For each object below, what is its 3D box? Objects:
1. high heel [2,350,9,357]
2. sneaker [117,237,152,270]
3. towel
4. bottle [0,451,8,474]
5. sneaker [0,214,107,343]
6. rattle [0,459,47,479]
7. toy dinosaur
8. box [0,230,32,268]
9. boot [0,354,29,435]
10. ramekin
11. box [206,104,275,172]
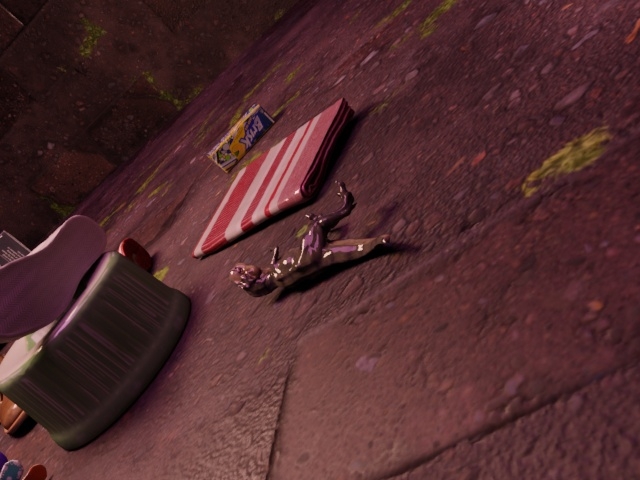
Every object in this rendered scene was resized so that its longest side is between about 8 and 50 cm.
[{"bbox_3d":[-0.742,0.331,1.561,0.186,0.093,0.261,-53,12,-1],"label":"high heel"},{"bbox_3d":[-0.433,0.083,1.457,0.128,0.087,0.221,-40,20,10],"label":"sneaker"},{"bbox_3d":[-0.087,-0.098,1.208,0.329,0.037,0.237,-26,30,45],"label":"towel"},{"bbox_3d":[-0.602,0.455,1.079,0.118,0.092,0.283,-35,23,27],"label":"bottle"},{"bbox_3d":[-0.452,0.088,1.050,0.169,0.108,0.292,-36,13,28],"label":"sneaker"},{"bbox_3d":[-0.474,0.414,0.955,0.200,0.130,0.143,-21,31,-9],"label":"rattle"},{"bbox_3d":[0.000,0.000,0.833,0.268,0.064,0.118,-22,38,43],"label":"toy dinosaur"},{"bbox_3d":[-1.083,0.190,2.262,0.395,0.212,0.293,-52,13,-16],"label":"box"},{"bbox_3d":[-0.632,0.302,1.391,0.112,0.115,0.305,-50,22,-15],"label":"boot"},{"bbox_3d":[-0.366,0.160,1.097,0.303,0.148,0.303,-38,22,19],"label":"ramekin"},{"bbox_3d":[-0.187,-0.240,1.619,0.169,0.059,0.054,-48,22,-4],"label":"box"}]
